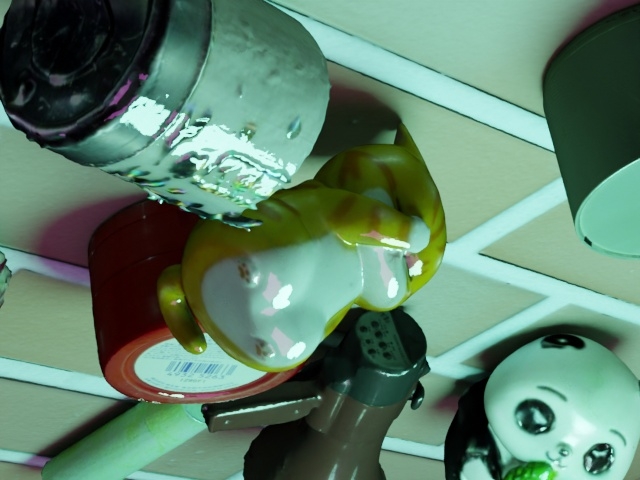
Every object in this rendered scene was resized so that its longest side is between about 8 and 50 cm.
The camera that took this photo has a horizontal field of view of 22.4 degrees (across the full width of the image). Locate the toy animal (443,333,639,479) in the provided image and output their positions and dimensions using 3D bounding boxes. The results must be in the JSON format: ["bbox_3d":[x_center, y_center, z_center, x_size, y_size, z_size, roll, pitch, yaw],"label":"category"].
[{"bbox_3d":[0.284,0.245,2.046,0.212,0.212,0.267,2,153,-23],"label":"toy animal"}]

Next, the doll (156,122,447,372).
[{"bbox_3d":[0.000,0.010,1.460,0.270,0.162,0.166,-19,124,-24],"label":"doll"}]

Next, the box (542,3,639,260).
[{"bbox_3d":[0.326,-0.100,1.472,0.226,0.149,0.226,-8,152,-4],"label":"box"}]

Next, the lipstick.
[{"bbox_3d":[-0.243,0.255,2.030,0.076,0.076,0.304,15,143,-40],"label":"lipstick"}]

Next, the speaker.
[{"bbox_3d":[-0.013,0.207,1.966,0.259,0.198,0.329,11,137,-2],"label":"speaker"}]

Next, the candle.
[{"bbox_3d":[-0.094,-0.116,1.272,0.187,0.187,0.330,-27,150,28],"label":"candle"}]

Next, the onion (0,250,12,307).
[{"bbox_3d":[-0.445,0.043,1.491,0.280,0.146,0.314,-11,157,11],"label":"onion"}]

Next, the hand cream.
[{"bbox_3d":[-0.121,0.063,1.634,0.230,0.149,0.230,-6,154,-3],"label":"hand cream"}]
